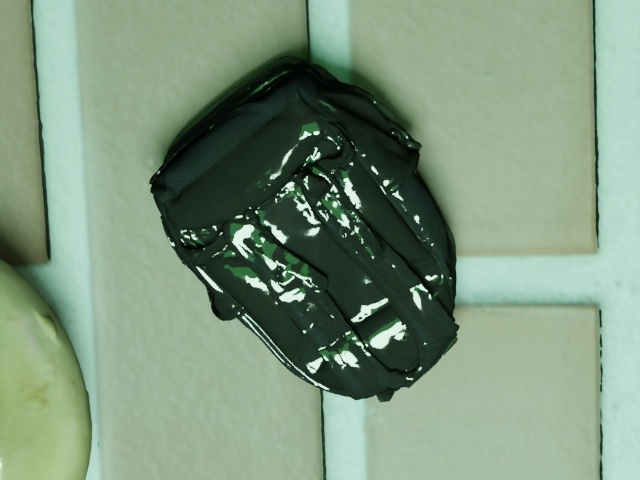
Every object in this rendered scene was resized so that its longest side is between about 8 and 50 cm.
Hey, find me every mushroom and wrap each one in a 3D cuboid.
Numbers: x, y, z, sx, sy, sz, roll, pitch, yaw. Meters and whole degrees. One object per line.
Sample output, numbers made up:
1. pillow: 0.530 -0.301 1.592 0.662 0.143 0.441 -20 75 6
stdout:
1. mushroom: -0.329 0.159 1.023 0.314 0.336 0.314 3 106 10

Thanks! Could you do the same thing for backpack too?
1. backpack: 0.000 0.000 1.071 0.206 0.133 0.258 -36 98 13
